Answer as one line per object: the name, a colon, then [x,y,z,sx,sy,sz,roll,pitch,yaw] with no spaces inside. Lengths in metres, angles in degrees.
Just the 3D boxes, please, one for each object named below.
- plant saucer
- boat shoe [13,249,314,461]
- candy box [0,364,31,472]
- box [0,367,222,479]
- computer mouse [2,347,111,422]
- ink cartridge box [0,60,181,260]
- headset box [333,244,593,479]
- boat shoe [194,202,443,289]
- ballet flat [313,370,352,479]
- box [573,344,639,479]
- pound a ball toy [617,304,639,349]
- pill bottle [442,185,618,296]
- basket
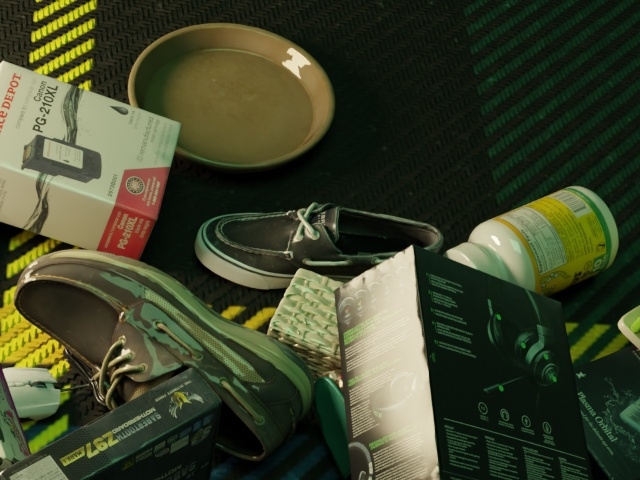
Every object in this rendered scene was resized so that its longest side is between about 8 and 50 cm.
plant saucer: [-0.119,-0.187,2.017,0.278,0.041,0.278,5,49,-6]
boat shoe: [-0.180,0.126,1.646,0.355,0.132,0.130,24,40,3]
candy box: [-0.415,0.224,1.512,0.233,0.071,0.159,-31,56,5]
box: [-0.213,0.249,1.524,0.232,0.183,0.059,-26,60,-30]
computer mouse: [-0.325,0.169,1.666,0.193,0.042,0.106,-14,54,-22]
ink cartridge box: [-0.307,-0.095,1.830,0.237,0.100,0.172,19,47,-11]
headset box: [0.151,0.164,1.603,0.246,0.131,0.283,20,53,-38]
boat shoe: [0.000,0.000,1.836,0.301,0.102,0.108,10,48,-3]
ballet flat: [0.066,0.250,1.651,0.077,0.091,0.241,-6,59,-35]
box: [0.340,0.220,1.720,0.158,0.093,0.156,-18,55,-26]
pound a ball toy: [0.493,0.043,1.760,0.136,0.208,0.319,43,34,20]
pill bottle: [0.256,0.018,1.861,0.208,0.117,0.117,-22,57,-27]
basket: [0.022,0.119,1.736,0.167,0.103,0.113,21,50,7]
